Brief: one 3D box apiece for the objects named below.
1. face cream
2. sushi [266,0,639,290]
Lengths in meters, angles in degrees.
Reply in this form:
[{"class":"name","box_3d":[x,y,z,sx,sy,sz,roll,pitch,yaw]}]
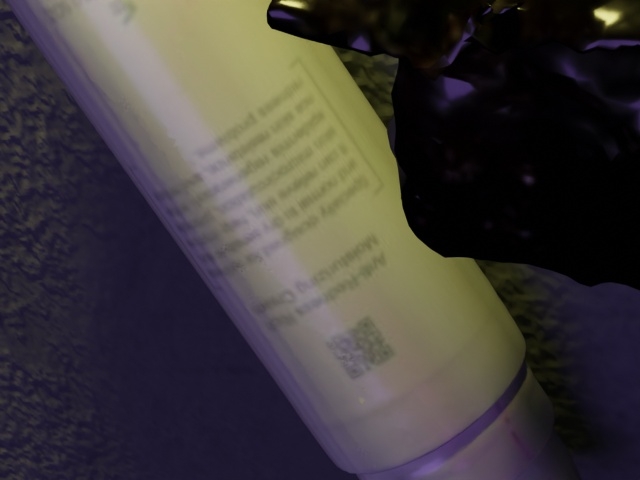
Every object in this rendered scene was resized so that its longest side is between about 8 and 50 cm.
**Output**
[{"class":"face cream","box_3d":[0.000,0.000,0.654,0.102,0.102,0.345,-18,113,42]},{"class":"sushi","box_3d":[0.112,-0.112,0.394,0.207,0.234,0.348,20,139,20]}]
